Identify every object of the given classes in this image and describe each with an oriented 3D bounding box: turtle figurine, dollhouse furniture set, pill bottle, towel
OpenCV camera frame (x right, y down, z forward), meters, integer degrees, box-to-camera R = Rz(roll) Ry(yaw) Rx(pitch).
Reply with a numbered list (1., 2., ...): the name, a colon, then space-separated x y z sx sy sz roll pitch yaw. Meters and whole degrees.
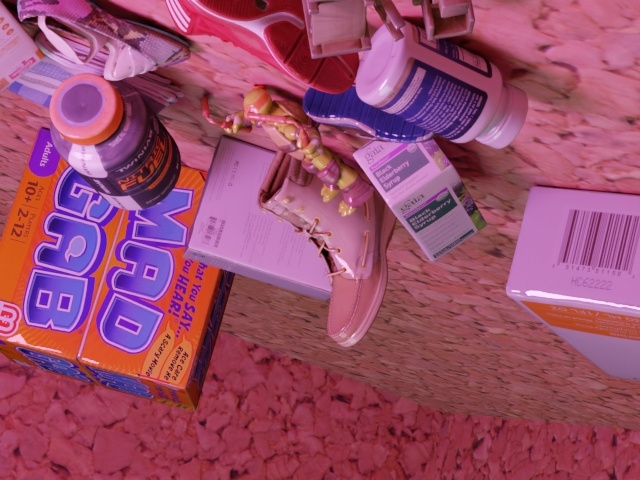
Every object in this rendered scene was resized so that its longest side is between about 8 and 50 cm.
1. turtle figurine: -0.036 -0.133 1.688 0.217 0.087 0.269 42 167 -31
2. dollhouse furniture set: 0.061 -0.252 1.150 0.160 0.101 0.182 -9 166 -2
3. pill bottle: -0.273 -0.133 1.713 0.130 0.131 0.246 13 167 12
4. pill bottle: 0.130 -0.158 1.371 0.169 0.094 0.094 22 166 -23
5. towel: -0.327 -0.211 1.827 0.209 0.034 0.285 21 166 -20

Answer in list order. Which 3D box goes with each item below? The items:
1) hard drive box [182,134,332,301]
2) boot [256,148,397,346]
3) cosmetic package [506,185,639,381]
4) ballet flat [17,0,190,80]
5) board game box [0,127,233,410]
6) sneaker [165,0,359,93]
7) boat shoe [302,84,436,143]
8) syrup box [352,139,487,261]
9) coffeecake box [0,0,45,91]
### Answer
1. hard drive box: -0.067 -0.030 1.947 0.232 0.181 0.089 18 167 -8
2. boot: 0.000 0.000 1.825 0.203 0.262 0.095 25 157 -29
3. cosmetic package: 0.458 0.082 1.845 0.230 0.162 0.453 7 165 33
4. ballet flat: -0.258 -0.236 1.536 0.221 0.079 0.077 24 164 -32
5. board game box: -0.346 0.064 2.270 0.356 0.356 0.356 15 167 1
6. sneaker: -0.068 -0.229 1.382 0.221 0.087 0.128 36 168 -25
7. boat shoe: 0.070 -0.151 1.562 0.183 0.066 0.066 19 176 33
8. syrup box: 0.132 -0.064 1.690 0.096 0.093 0.237 56 -176 24
9. coffeecake box: -0.435 -0.237 1.582 0.068 0.142 0.185 50 176 17
